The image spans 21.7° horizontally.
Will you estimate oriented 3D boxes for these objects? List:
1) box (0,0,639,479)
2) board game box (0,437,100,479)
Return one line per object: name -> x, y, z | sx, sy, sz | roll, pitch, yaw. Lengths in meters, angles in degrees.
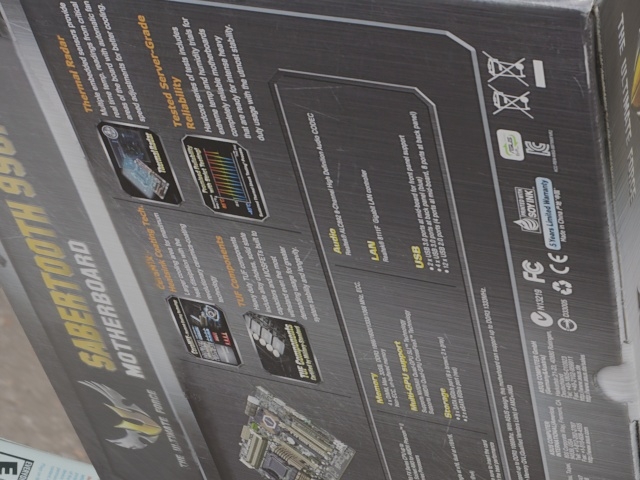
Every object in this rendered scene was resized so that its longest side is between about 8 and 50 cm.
box -> 0.000, 0.000, 0.428 | 0.183, 0.231, 0.056 | 10, 51, 24
board game box -> -0.069, 0.242, 0.820 | 0.303, 0.097, 0.224 | 16, 50, 2
